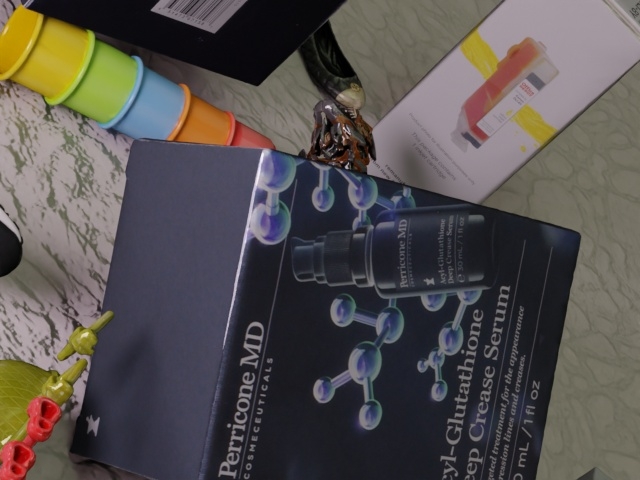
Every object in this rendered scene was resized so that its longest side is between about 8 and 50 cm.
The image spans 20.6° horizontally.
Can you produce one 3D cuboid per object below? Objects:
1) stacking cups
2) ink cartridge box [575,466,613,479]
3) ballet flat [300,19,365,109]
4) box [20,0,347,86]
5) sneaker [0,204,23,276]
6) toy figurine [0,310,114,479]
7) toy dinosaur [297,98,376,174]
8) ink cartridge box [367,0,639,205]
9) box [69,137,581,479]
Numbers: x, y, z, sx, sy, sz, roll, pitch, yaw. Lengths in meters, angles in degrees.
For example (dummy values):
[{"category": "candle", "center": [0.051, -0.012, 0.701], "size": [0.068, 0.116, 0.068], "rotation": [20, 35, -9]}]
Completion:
[{"category": "stacking cups", "center": [-0.184, -0.149, 1.849], "size": [0.316, 0.096, 0.096], "rotation": [24, 41, -31]}, {"category": "ink cartridge box", "center": [0.303, 0.356, 1.845], "size": [0.176, 0.127, 0.128], "rotation": [38, 36, -13]}, {"category": "ballet flat", "center": [0.009, -0.235, 2.169], "size": [0.057, 0.049, 0.173], "rotation": [-7, 62, -48]}, {"category": "box", "center": [-0.176, -0.369, 1.868], "size": [0.343, 0.179, 0.313], "rotation": [14, 43, -47]}, {"category": "sneaker", "center": [-0.398, -0.014, 1.513], "size": [0.283, 0.107, 0.124], "rotation": [28, 54, -20]}, {"category": "toy figurine", "center": [-0.334, 0.138, 1.348], "size": [0.217, 0.191, 0.362], "rotation": [35, 36, -9]}, {"category": "toy dinosaur", "center": [0.000, 0.000, 1.835], "size": [0.218, 0.164, 0.322], "rotation": [28, 40, -48]}, {"category": "ink cartridge box", "center": [0.252, -0.208, 2.108], "size": [0.160, 0.384, 0.279], "rotation": [48, 35, 0]}, {"category": "box", "center": [0.013, 0.090, 1.615], "size": [0.395, 0.212, 0.294], "rotation": [13, 87, -38]}]
